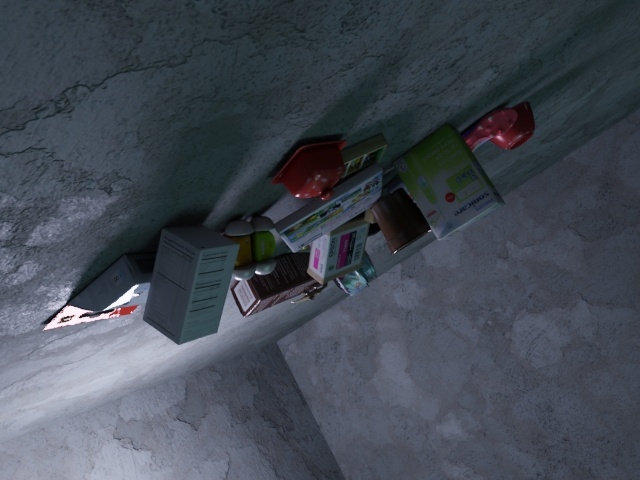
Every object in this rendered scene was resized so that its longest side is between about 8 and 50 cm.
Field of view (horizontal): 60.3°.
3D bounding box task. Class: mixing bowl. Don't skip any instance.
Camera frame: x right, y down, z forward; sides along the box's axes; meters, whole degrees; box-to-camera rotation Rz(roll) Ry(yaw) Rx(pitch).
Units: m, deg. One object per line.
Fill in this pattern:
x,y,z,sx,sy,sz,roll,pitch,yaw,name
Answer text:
0.656,-0.374,1.871,0.181,0.098,0.181,-28,166,-8,mixing bowl

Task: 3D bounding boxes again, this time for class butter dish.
-0.008,-0.149,1.295,0.160,0.118,0.160,-17,163,-43,butter dish

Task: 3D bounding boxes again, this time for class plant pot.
0.251,-0.066,1.738,0.167,0.165,0.167,-31,172,-5,plant pot

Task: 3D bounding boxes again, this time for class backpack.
0.119,0.111,2.296,0.191,0.225,0.253,-33,168,10,backpack

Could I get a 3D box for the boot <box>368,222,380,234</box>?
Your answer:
0.187,-0.050,2.145,0.263,0.091,0.229,-19,170,-18,boot

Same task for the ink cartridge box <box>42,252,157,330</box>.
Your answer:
-0.506,0.161,1.491,0.385,0.091,0.308,-36,165,25,ink cartridge box

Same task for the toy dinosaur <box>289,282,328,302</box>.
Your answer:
-0.041,0.213,2.133,0.183,0.053,0.092,-29,169,1,toy dinosaur

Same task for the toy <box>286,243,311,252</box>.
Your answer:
0.000,0.000,1.997,0.237,0.056,0.137,-6,165,-45,toy

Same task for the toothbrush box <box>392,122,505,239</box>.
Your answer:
0.384,-0.172,1.659,0.206,0.283,0.122,-34,166,25,toothbrush box

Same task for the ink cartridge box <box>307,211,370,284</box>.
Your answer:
0.064,0.014,1.901,0.193,0.088,0.235,-21,134,-35,ink cartridge box

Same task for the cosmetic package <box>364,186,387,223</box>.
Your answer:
0.183,-0.120,1.826,0.060,0.041,0.115,-18,122,-40,cosmetic package

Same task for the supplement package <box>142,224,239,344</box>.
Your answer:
-0.310,0.100,1.320,0.134,0.139,0.244,-9,121,-57,supplement package

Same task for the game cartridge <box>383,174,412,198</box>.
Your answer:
0.352,-0.214,1.946,0.294,0.060,0.196,-15,157,-45,game cartridge

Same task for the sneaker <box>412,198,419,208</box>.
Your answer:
0.364,-0.127,2.095,0.118,0.110,0.292,12,-169,-9,sneaker

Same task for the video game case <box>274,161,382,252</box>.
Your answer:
0.034,-0.086,1.608,0.329,0.036,0.300,-31,168,-1,video game case

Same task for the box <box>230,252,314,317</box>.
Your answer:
-0.130,0.141,2.091,0.381,0.143,0.191,-17,162,-35,box

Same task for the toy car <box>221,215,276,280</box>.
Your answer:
-0.209,0.017,1.503,0.136,0.159,0.182,5,-167,40,toy car

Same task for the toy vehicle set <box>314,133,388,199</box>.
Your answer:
0.078,-0.186,1.515,0.166,0.035,0.267,-26,167,-15,toy vehicle set

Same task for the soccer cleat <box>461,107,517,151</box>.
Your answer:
0.512,-0.344,1.771,0.248,0.083,0.095,-38,-166,17,soccer cleat
